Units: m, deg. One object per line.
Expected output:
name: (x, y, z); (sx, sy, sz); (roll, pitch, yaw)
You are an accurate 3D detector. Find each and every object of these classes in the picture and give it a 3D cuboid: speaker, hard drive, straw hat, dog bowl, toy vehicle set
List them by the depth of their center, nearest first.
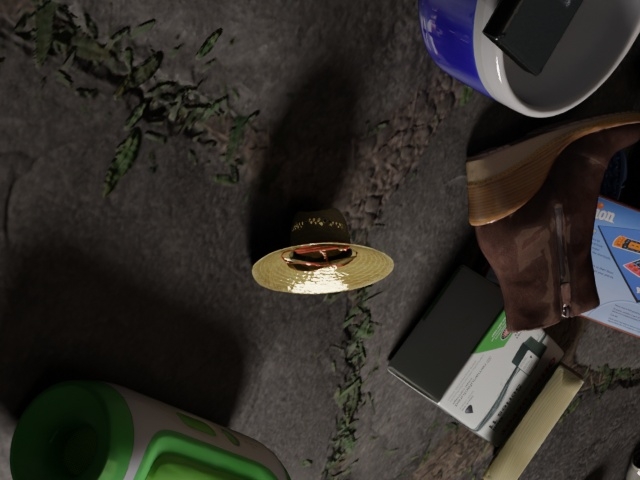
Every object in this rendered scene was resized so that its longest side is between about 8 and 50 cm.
hard drive: (0.205, -0.224, 1.149); (0.094, 0.022, 0.135); (26, 95, -54)
speaker: (-0.143, 0.216, 1.167); (0.131, 0.131, 0.296); (-56, 144, -1)
straw hat: (0.000, 0.000, 1.220); (0.144, 0.144, 0.061); (26, 54, -54)
dog bowl: (0.220, -0.260, 1.249); (0.265, 0.104, 0.265); (-29, 136, -33)
toy vehicle set: (0.275, 0.234, 1.641); (0.166, 0.035, 0.267); (-56, 169, 3)

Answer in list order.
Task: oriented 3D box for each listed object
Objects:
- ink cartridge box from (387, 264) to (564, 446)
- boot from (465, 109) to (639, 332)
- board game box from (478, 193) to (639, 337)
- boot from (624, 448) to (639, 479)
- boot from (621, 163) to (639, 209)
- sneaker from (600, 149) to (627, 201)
ink cartridge box: (0.191, 0.143, 1.528); (0.153, 0.087, 0.208); (-55, 145, -3)
boot: (0.280, -0.026, 1.438); (0.248, 0.090, 0.206); (-20, 98, -23)
board game box: (0.345, 0.026, 1.522); (0.281, 0.027, 0.145); (20, 105, -11)
boot: (0.514, 0.462, 2.152); (0.190, 0.076, 0.208); (-34, 147, -50)
boot: (0.448, -0.130, 1.580); (0.348, 0.131, 0.260); (-60, 152, -14)
sneaker: (0.321, -0.017, 1.580); (0.090, 0.081, 0.232); (-16, 126, -66)
